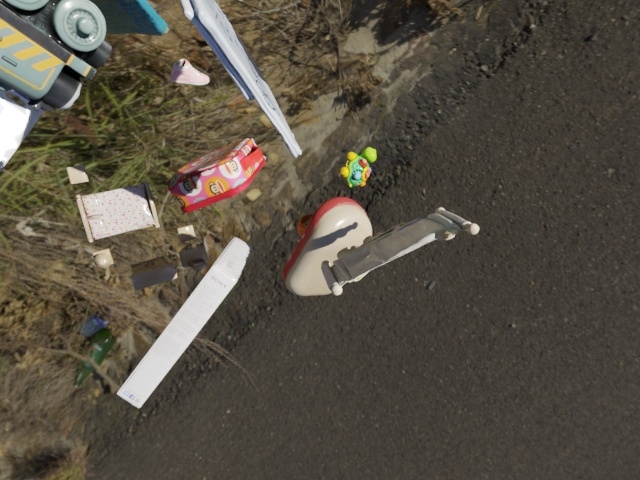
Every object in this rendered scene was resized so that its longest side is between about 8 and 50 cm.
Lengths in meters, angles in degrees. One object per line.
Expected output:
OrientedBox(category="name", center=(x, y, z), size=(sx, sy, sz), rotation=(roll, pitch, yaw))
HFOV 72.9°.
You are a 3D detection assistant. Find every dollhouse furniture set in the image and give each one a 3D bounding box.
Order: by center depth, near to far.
OrientedBox(category="dollhouse furniture set", center=(-0.502, -0.061, 1.225), size=(0.304, 0.174, 0.355), rotation=(-17, 104, -24))

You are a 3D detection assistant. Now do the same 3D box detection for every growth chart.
OrientedBox(category="growth chart", center=(0.105, 0.009, 0.665), size=(0.238, 0.172, 0.021), rotation=(-26, 103, 9))

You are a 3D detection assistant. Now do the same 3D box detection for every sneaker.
OrientedBox(category="sneaker", center=(-0.426, -0.558, 1.434), size=(0.135, 0.051, 0.070), rotation=(-11, 141, -38))

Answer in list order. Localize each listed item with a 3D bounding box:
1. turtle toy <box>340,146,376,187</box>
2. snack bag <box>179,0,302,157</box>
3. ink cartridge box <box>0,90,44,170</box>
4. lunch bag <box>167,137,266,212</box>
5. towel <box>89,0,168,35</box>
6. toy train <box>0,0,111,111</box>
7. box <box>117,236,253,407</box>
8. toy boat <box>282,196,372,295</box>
OrientedBox(category="turtle toy", center=(0.112, -0.207, 1.228), size=(0.066, 0.095, 0.130), rotation=(20, 80, 27))
OrientedBox(category="snack bag", center=(-0.163, -0.351, 0.809), size=(0.037, 0.322, 0.342), rotation=(-30, 146, 7))
OrientedBox(category="ink cartridge box", center=(-1.051, -0.335, 1.375), size=(0.165, 0.065, 0.332), rotation=(38, 69, -34))
OrientedBox(category="lunch bag", center=(-0.281, -0.207, 1.270), size=(0.258, 0.293, 0.120), rotation=(-19, 113, 17))
OrientedBox(category="towel", center=(-0.635, -0.736, 1.223), size=(0.272, 0.040, 0.370), rotation=(15, 163, 25))
OrientedBox(category="toy train", center=(-0.466, -0.324, 0.605), size=(0.142, 0.334, 0.190), rotation=(31, 89, 29))
OrientedBox(category="box", center=(-0.265, 0.152, 0.891), size=(0.059, 0.232, 0.322), rotation=(38, 99, -9))
OrientedBox(category="toy boat", center=(0.000, 0.000, 0.917), size=(0.151, 0.151, 0.231), rotation=(4, 130, -40))
